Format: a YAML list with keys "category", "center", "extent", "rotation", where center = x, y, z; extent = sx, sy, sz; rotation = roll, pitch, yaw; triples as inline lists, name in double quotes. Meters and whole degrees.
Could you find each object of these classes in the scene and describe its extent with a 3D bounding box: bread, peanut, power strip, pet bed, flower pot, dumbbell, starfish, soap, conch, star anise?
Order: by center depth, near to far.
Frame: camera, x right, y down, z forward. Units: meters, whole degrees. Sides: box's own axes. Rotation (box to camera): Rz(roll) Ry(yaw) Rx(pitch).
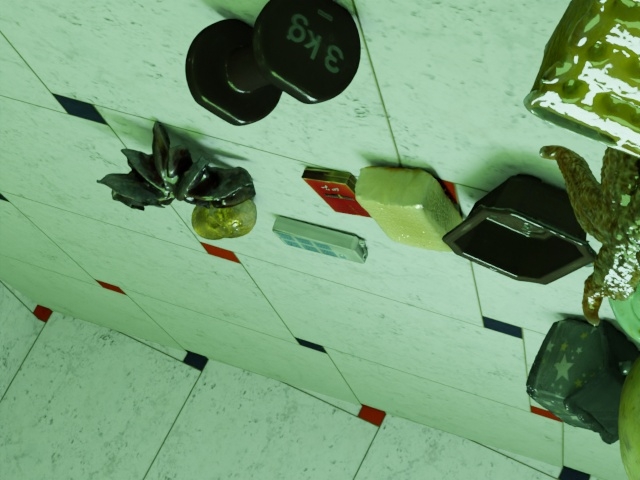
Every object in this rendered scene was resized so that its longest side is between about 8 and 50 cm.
- category: "soap"
  center: [0.356, -0.159, 1.081]
  extent: [0.281, 0.143, 0.259]
  rotation: [21, 152, -2]
- category: "starfish"
  center: [0.356, -0.021, 1.326]
  extent: [0.327, 0.094, 0.375]
  rotation: [54, 151, 20]
- category: "dumbbell"
  center: [-0.062, -0.221, 1.471]
  extent: [0.140, 0.124, 0.225]
  rotation: [30, 162, -26]
- category: "flower pot"
  center: [0.294, -0.022, 1.741]
  extent: [0.178, 0.084, 0.251]
  rotation: [24, 163, -6]
- category: "conch"
  center: [0.499, 0.090, 1.825]
  extent: [0.143, 0.137, 0.250]
  rotation: [-4, -175, -5]
- category: "bread"
  center: [0.141, -0.049, 1.871]
  extent: [0.125, 0.068, 0.188]
  rotation: [12, 162, 30]
- category: "star anise"
  center: [-0.244, -0.108, 2.084]
  extent: [0.282, 0.129, 0.212]
  rotation: [1, 162, 30]
- category: "pet bed"
  center: [0.507, 0.254, 2.196]
  extent: [0.159, 0.183, 0.211]
  rotation: [13, 160, 47]
- category: "peanut"
  center: [-0.180, -0.045, 2.261]
  extent: [0.087, 0.087, 0.206]
  rotation: [28, 165, -23]
- category: "power strip"
  center: [0.000, 0.000, 2.266]
  extent: [0.192, 0.035, 0.081]
  rotation: [15, 163, 24]

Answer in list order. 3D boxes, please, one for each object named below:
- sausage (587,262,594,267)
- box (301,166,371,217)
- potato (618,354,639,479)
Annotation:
- category: "sausage"
  center: [0.432, 0.029, 1.850]
  extent: [0.015, 0.015, 0.100]
  rotation: [25, 163, -13]
- category: "box"
  center: [0.036, -0.078, 1.991]
  extent: [0.090, 0.023, 0.133]
  rotation: [9, 160, 31]
- category: "potato"
  center: [0.593, 0.214, 1.916]
  extent: [0.213, 0.330, 0.280]
  rotation: [48, 156, 31]
